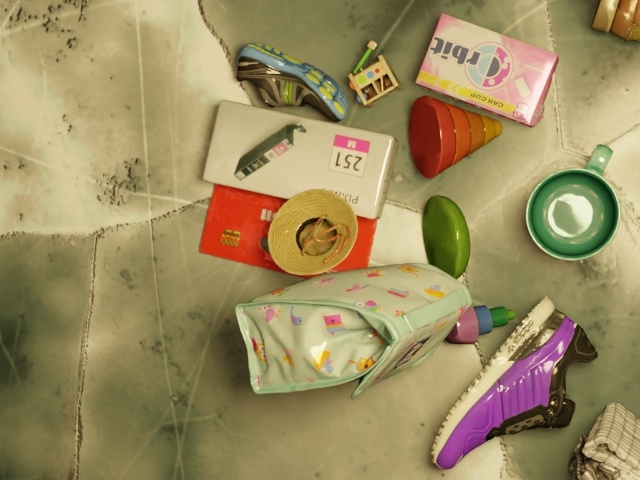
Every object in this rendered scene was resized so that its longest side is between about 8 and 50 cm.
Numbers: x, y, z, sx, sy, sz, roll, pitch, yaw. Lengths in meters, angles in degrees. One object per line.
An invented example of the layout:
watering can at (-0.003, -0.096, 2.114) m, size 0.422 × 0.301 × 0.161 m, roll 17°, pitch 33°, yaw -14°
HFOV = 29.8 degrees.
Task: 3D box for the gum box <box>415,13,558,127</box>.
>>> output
gum box at (0.246, -0.243, 1.740) m, size 0.188 × 0.062 × 0.107 m, roll 22°, pitch 96°, yaw 11°

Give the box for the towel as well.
towel at (0.459, 0.364, 1.621) m, size 0.284 × 0.235 × 0.121 m, roll 37°, pitch 104°, yaw 9°

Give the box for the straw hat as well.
straw hat at (0.000, 0.000, 1.759) m, size 0.144 × 0.061 × 0.144 m, roll -11°, pitch 63°, yaw 23°

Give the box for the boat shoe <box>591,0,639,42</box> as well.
boat shoe at (0.475, -0.426, 1.671) m, size 0.104 × 0.111 × 0.307 m, roll 19°, pitch 105°, yaw 8°

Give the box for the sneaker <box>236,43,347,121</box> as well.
sneaker at (-0.043, -0.229, 1.812) m, size 0.188 × 0.067 × 0.078 m, roll 29°, pitch 118°, yaw 9°

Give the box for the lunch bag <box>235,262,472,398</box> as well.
lunch bag at (0.056, 0.120, 1.667) m, size 0.262 × 0.223 × 0.160 m, roll -9°, pitch 95°, yaw 37°

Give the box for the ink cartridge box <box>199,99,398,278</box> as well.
ink cartridge box at (-0.043, -0.067, 1.811) m, size 0.275 × 0.060 × 0.239 m, roll 13°, pitch 93°, yaw 12°

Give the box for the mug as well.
mug at (0.368, -0.044, 1.700) m, size 0.158 × 0.097 × 0.129 m, roll -32°, pitch 84°, yaw 11°

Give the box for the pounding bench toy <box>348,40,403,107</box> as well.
pounding bench toy at (0.072, -0.246, 1.784) m, size 0.065 × 0.052 × 0.083 m, roll -29°, pitch 85°, yaw 12°

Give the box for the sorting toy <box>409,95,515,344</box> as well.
sorting toy at (0.222, -0.034, 1.748) m, size 0.126 × 0.127 × 0.365 m, roll -9°, pitch 92°, yaw -17°

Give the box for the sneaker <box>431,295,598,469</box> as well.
sneaker at (0.284, 0.235, 1.722) m, size 0.146 × 0.102 × 0.293 m, roll 38°, pitch 99°, yaw 8°
